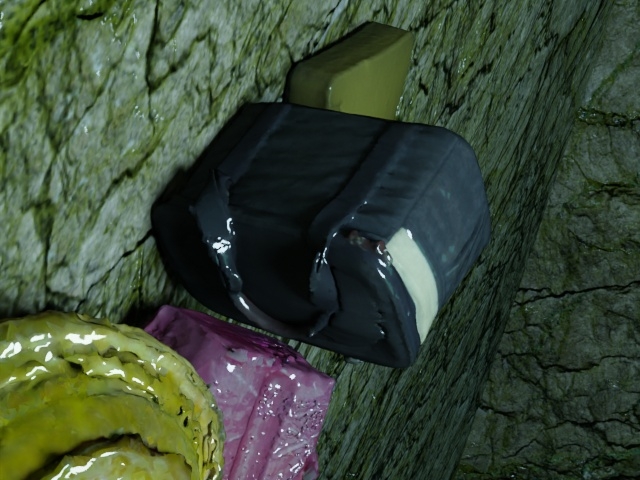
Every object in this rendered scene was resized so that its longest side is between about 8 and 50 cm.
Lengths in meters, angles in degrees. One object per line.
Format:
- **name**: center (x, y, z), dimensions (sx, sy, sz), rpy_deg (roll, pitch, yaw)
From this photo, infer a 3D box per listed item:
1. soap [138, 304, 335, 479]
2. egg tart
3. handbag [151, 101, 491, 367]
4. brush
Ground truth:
- **soap**: center (-0.132, 0.222, 0.949), dimensions (0.220, 0.127, 0.325), rpy_deg (21, 90, -40)
- **egg tart**: center (-0.172, 0.190, 0.747), dimensions (0.294, 0.123, 0.294), rpy_deg (-11, 109, -35)
- **handbag**: center (0.000, 0.000, 0.957), dimensions (0.181, 0.254, 0.181), rpy_deg (-52, 142, -32)
- **brush**: center (0.026, -0.139, 1.159), dimensions (0.197, 0.059, 0.123), rpy_deg (-41, 147, -54)
